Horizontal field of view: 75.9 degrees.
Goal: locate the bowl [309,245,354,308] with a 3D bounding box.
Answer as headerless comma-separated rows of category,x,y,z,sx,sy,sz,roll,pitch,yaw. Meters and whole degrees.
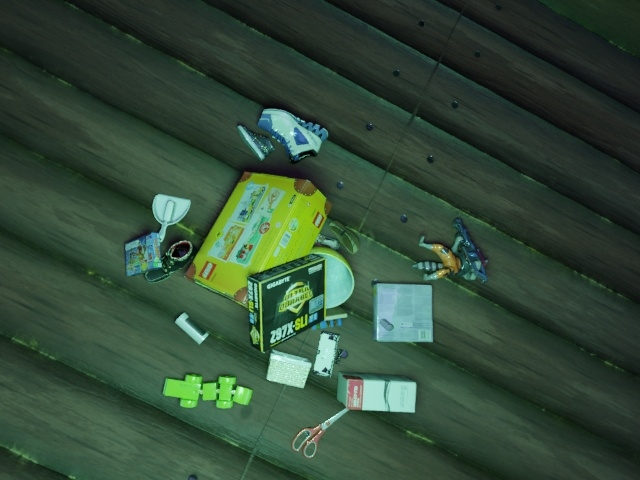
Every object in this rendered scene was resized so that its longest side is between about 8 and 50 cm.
bowl,-0.002,0.125,1.692,0.289,0.289,0.156,17,34,-5

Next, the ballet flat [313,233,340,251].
ballet flat,0.000,0.000,1.781,0.188,0.070,0.070,16,77,-5

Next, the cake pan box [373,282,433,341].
cake pan box,0.361,0.312,1.777,0.266,0.070,0.246,2,81,-9

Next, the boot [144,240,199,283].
boot,-0.595,0.080,1.610,0.236,0.178,0.085,-32,86,-14

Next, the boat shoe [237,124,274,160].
boat shoe,-0.287,-0.449,1.827,0.083,0.065,0.183,-39,94,-15

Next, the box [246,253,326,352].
box,-0.109,0.210,1.444,0.322,0.079,0.257,-17,116,-47

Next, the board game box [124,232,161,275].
board game box,-0.697,0.058,1.605,0.035,0.201,0.136,5,75,-53

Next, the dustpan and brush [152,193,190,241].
dustpan and brush,-0.634,-0.090,1.699,0.147,0.060,0.211,11,77,-7

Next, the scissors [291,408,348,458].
scissors,0.010,0.744,1.658,0.109,0.021,0.297,43,77,3

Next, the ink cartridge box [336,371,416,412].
ink cartridge box,0.218,0.598,1.630,0.272,0.197,0.114,5,80,-8

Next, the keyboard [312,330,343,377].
keyboard,0.038,0.478,1.716,0.108,0.023,0.180,13,78,0

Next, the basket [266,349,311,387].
basket,-0.132,0.512,1.637,0.167,0.113,0.103,16,81,-6

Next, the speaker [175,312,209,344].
speaker,-0.513,0.351,1.635,0.136,0.055,0.055,42,76,1

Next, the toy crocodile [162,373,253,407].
toy crocodile,-0.433,0.579,1.588,0.340,0.105,0.115,4,79,-4

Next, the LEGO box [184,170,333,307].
LEGO box,-0.237,0.001,1.579,0.372,0.193,0.500,15,72,39

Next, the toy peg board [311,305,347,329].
toy peg board,0.016,0.329,1.679,0.161,0.160,0.079,-7,96,-10

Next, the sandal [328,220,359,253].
sandal,0.105,-0.013,1.813,0.072,0.049,0.180,-37,72,-19

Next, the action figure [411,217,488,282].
action figure,0.590,0.067,1.846,0.330,0.178,0.341,9,51,-14

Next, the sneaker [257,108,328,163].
sneaker,-0.134,-0.447,1.815,0.315,0.127,0.182,17,75,-7
